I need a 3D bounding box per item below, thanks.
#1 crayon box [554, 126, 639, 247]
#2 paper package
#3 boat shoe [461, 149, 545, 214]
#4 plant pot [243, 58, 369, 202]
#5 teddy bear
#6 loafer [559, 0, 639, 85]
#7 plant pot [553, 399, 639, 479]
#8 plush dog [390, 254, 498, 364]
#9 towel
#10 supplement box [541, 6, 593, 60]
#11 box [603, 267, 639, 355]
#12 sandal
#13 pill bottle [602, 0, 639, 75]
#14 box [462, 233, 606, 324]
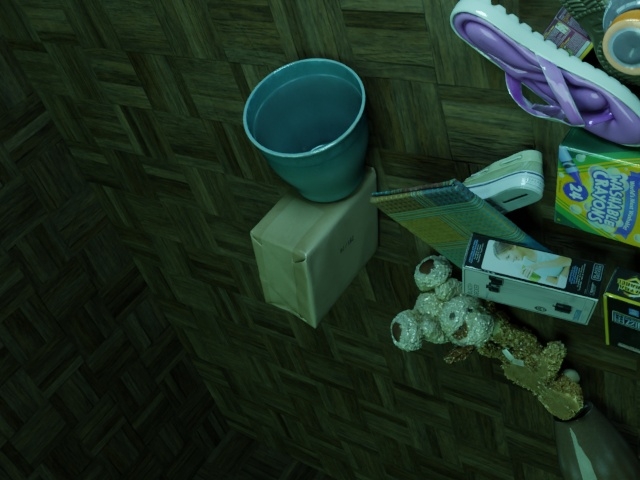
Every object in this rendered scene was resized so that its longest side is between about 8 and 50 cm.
[{"bbox_3d":[0.610,-0.084,1.456,0.323,0.083,0.203,19,143,29],"label":"crayon box"},{"bbox_3d":[0.000,0.000,1.970,0.168,0.325,0.309,24,146,25],"label":"paper package"},{"bbox_3d":[0.370,-0.111,1.664,0.109,0.094,0.302,27,159,-24],"label":"boat shoe"},{"bbox_3d":[-0.009,-0.226,1.776,0.272,0.271,0.255,23,157,26],"label":"plant pot"},{"bbox_3d":[0.545,0.307,2.008,0.338,0.113,0.245,32,141,27],"label":"teddy bear"},{"bbox_3d":[0.484,-0.355,1.249,0.268,0.092,0.102,40,164,-32],"label":"loafer"},{"bbox_3d":[0.709,0.544,2.045,0.215,0.215,0.230,-16,104,53],"label":"plant pot"},{"bbox_3d":[0.342,0.197,1.987,0.225,0.262,0.210,26,180,43],"label":"plush dog"},{"bbox_3d":[0.322,-0.026,1.745,0.370,0.040,0.271,33,156,-33],"label":"towel"},{"bbox_3d":[0.434,-0.355,1.341,0.083,0.043,0.055,37,150,4],"label":"supplement box"},{"bbox_3d":[0.754,0.189,1.592,0.322,0.079,0.257,19,156,30],"label":"box"},{"bbox_3d":[0.393,-0.274,1.387,0.416,0.102,0.169,36,172,6],"label":"sandal"},{"bbox_3d":[0.489,-0.337,1.114,0.130,0.245,0.130,27,146,20],"label":"pill bottle"},{"bbox_3d":[0.463,0.087,1.720,0.290,0.087,0.169,15,159,15],"label":"box"}]
